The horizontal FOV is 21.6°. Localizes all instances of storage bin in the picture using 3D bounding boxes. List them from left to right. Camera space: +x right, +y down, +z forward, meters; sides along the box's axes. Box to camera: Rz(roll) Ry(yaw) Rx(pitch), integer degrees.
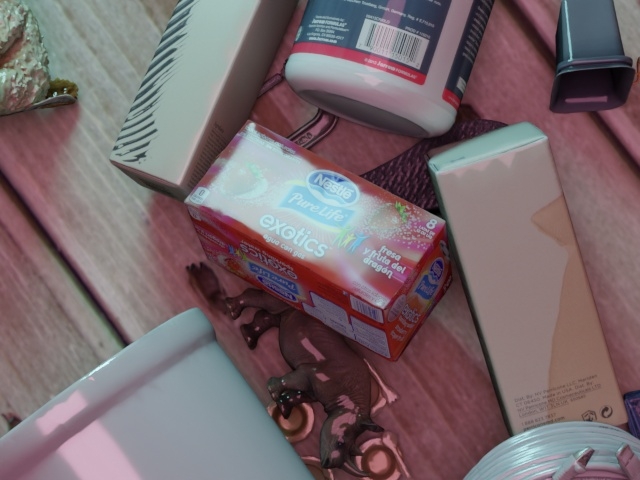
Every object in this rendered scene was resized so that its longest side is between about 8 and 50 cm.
[{"bbox_3d":[0.294,-0.203,1.807,0.098,0.135,0.091,-4,76,3],"label":"storage bin"}]

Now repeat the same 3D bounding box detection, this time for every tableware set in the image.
[{"bbox_3d":[0.014,0.217,1.842,0.168,0.020,0.141,-21,85,1],"label":"tableware set"}]

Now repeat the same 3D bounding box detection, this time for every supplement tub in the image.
[{"bbox_3d":[0.088,-0.262,1.788,0.191,0.191,0.272,18,85,5],"label":"supplement tub"}]

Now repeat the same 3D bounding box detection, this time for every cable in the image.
[{"bbox_3d":[0.247,0.301,1.722,0.257,0.089,0.257,-32,127,16],"label":"cable"}]

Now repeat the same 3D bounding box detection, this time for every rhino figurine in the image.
[{"bbox_3d":[-0.004,0.146,1.807,0.106,0.073,0.243,-28,73,-1],"label":"rhino figurine"}]

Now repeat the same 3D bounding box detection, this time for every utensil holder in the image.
[{"bbox_3d":[-0.142,0.317,1.698,0.327,0.327,0.385,-37,87,0],"label":"utensil holder"}]

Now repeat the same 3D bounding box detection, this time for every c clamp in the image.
[{"bbox_3d":[-0.066,-0.146,1.874,0.160,0.022,0.137,-30,84,1],"label":"c clamp"}]

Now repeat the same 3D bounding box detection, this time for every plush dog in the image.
[{"bbox_3d":[-0.376,-0.245,1.822,0.210,0.262,0.226,-13,95,-31],"label":"plush dog"}]

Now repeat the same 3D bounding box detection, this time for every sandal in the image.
[{"bbox_3d":[0.117,-0.063,1.848,0.254,0.054,0.097,-18,77,11],"label":"sandal"}]

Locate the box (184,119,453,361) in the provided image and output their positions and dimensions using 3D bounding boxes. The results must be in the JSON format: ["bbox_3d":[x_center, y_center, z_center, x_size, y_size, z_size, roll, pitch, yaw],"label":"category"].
[{"bbox_3d":[0.000,0.000,1.754,0.256,0.128,0.123,28,68,22],"label":"box"}]

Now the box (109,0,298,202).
[{"bbox_3d":[-0.122,-0.182,1.822,0.094,0.113,0.275,20,81,16],"label":"box"}]

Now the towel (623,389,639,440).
[{"bbox_3d":[0.372,0.216,1.816,0.067,0.029,0.120,-15,84,1],"label":"towel"}]

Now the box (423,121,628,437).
[{"bbox_3d":[0.211,0.045,1.743,0.121,0.148,0.311,-17,102,2],"label":"box"}]
